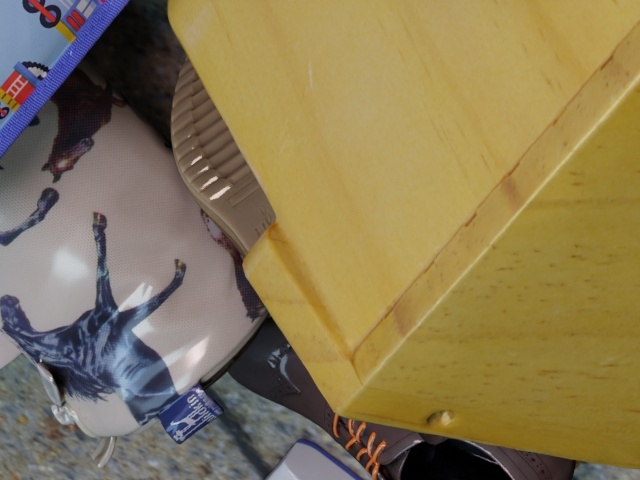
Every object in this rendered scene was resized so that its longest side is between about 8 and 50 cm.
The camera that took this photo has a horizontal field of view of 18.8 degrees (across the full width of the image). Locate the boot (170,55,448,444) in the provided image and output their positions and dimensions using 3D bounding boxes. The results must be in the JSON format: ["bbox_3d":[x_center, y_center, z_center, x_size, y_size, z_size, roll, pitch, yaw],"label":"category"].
[{"bbox_3d":[0.000,0.000,1.229,0.090,0.248,0.207,-29,146,12],"label":"boot"}]

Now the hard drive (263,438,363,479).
[{"bbox_3d":[-0.005,0.305,1.543,0.210,0.040,0.318,37,136,0],"label":"hard drive"}]

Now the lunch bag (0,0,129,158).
[{"bbox_3d":[-0.238,-0.144,1.031,0.221,0.293,0.138,44,160,-31],"label":"lunch bag"}]

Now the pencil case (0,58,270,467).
[{"bbox_3d":[-0.209,-0.048,1.204,0.410,0.183,0.160,45,165,-16],"label":"pencil case"}]

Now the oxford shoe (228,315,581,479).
[{"bbox_3d":[0.043,0.113,1.309,0.271,0.098,0.097,14,132,22],"label":"oxford shoe"}]

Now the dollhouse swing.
[{"bbox_3d":[0.132,-0.110,1.049,0.315,0.305,0.347,13,131,-32],"label":"dollhouse swing"}]

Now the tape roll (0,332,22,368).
[{"bbox_3d":[-0.309,-0.021,1.288,0.286,0.286,0.100,48,136,-12],"label":"tape roll"}]
